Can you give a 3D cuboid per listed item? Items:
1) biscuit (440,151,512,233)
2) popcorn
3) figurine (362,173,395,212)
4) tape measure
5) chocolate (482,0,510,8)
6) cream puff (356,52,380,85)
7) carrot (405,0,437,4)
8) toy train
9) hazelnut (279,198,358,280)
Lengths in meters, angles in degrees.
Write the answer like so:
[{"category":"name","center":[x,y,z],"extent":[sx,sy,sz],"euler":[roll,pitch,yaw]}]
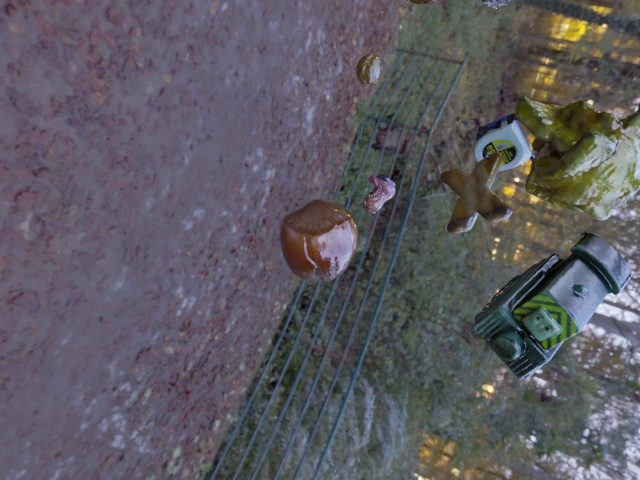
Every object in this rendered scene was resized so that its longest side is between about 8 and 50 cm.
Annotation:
[{"category":"biscuit","center":[0.391,-0.118,1.225],"extent":[0.047,0.164,0.208],"euler":[46,38,-41]},{"category":"popcorn","center":[0.632,-0.202,1.174],"extent":[0.325,0.320,0.290],"euler":[-41,134,-68]},{"category":"figurine","center":[0.221,-0.182,1.844],"extent":[0.126,0.114,0.157],"euler":[36,65,-24]},{"category":"tape measure","center":[0.759,-0.337,1.944],"extent":[0.351,0.215,0.098],"euler":[47,43,-29]},{"category":"chocolate","center":[0.412,-0.724,1.180],"extent":[0.111,0.111,0.321],"euler":[-7,77,-49]},{"category":"cream puff","center":[0.213,-0.771,2.181],"extent":[0.126,0.103,0.144],"euler":[-65,162,-17]},{"category":"carrot","center":[0.206,-0.583,0.943],"extent":[0.214,0.193,0.331],"euler":[120,-25,-47]},{"category":"toy train","center":[0.426,0.105,0.879],"extent":[0.330,0.138,0.178],"euler":[-26,160,-42]},{"category":"hazelnut","center":[0.000,0.000,2.043],"extent":[0.372,0.315,0.373],"euler":[-7,106,-26]}]
